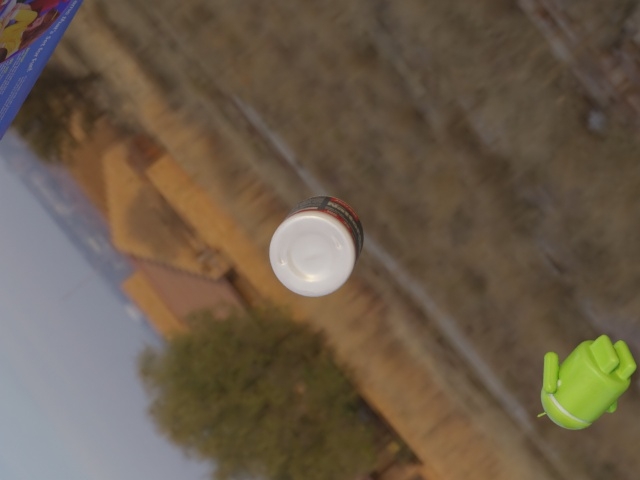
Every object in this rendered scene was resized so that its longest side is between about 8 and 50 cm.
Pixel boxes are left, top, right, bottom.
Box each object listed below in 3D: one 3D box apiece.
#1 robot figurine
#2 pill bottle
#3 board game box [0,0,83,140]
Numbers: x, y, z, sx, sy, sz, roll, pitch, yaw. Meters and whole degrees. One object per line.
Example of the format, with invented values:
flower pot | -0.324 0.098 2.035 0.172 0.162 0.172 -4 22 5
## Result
robot figurine | 0.277 0.151 1.551 0.101 0.115 0.067 17 -145 -31
pill bottle | 0.000 0.000 1.894 0.108 0.108 0.180 51 -167 -5
board game box | -0.377 -0.228 1.620 0.078 0.347 0.233 45 -148 10
